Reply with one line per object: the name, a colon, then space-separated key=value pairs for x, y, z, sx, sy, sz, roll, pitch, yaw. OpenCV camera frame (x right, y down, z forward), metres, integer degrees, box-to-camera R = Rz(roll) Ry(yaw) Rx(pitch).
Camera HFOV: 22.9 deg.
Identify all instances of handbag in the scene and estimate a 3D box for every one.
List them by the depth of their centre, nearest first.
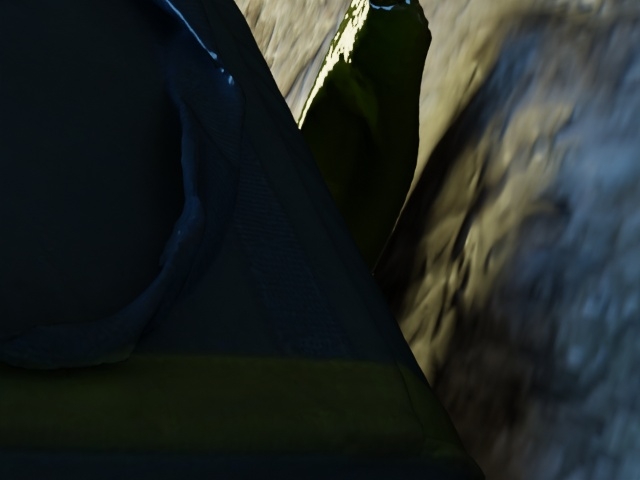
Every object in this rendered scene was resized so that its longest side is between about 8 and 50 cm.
handbag: x=-0.117 y=0.031 z=0.455 sx=0.222 sy=0.263 sz=0.241 roll=-67 pitch=33 yaw=36

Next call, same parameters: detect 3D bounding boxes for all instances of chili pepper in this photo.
chili pepper: x=0.000 y=0.000 z=0.564 sx=0.052 sy=0.050 sz=0.202 roll=32 pitch=112 yaw=34
